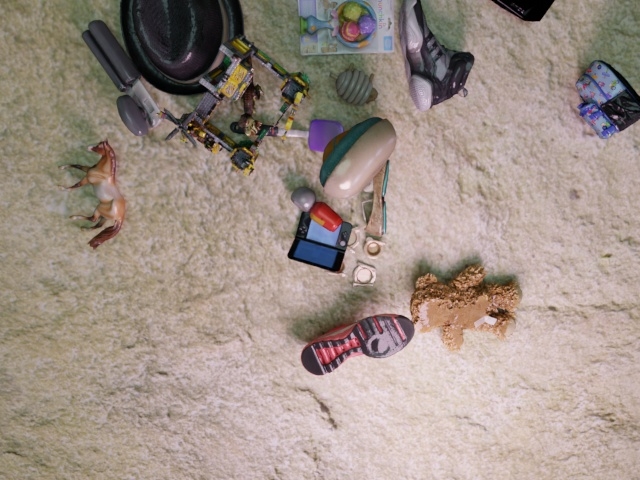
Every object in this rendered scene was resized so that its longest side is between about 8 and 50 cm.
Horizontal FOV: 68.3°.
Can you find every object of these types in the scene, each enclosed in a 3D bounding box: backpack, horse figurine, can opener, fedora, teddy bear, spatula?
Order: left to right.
[{"bbox_3d":[-0.577,-0.115,1.223,0.174,0.066,0.263,-13,100,8],"label":"horse figurine"},{"bbox_3d":[-0.483,-0.394,1.147,0.074,0.093,0.280,-25,99,36],"label":"can opener"},{"bbox_3d":[-0.335,-0.512,1.094,0.333,0.152,0.334,0,103,-1],"label":"fedora"},{"bbox_3d":[-0.086,-0.278,1.212,0.296,0.030,0.084,6,106,-2],"label":"spatula"},{"bbox_3d":[0.399,0.182,1.298,0.337,0.113,0.245,-11,110,-6],"label":"teddy bear"},{"bbox_3d":[0.691,-0.347,1.154,0.117,0.158,0.173,-39,87,25],"label":"backpack"}]

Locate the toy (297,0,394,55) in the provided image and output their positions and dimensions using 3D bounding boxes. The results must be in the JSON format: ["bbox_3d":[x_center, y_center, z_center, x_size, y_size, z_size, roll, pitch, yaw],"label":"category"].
[{"bbox_3d":[0.066,-0.528,1.147,0.237,0.056,0.137,-3,104,0],"label":"toy"}]

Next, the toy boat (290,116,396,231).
[{"bbox_3d":[0.042,-0.161,1.146,0.148,0.267,0.318,38,129,5],"label":"toy boat"}]

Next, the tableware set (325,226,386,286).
[{"bbox_3d":[0.098,0.047,1.294,0.141,0.020,0.169,16,102,-4],"label":"tableware set"}]

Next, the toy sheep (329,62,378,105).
[{"bbox_3d":[0.082,-0.382,1.166,0.132,0.091,0.091,21,101,-11],"label":"toy sheep"}]

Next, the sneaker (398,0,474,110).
[{"bbox_3d":[0.283,-0.463,1.147,0.153,0.101,0.269,-14,108,1],"label":"sneaker"}]

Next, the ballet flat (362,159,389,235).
[{"bbox_3d":[0.143,-0.113,1.237,0.067,0.073,0.206,4,99,12],"label":"ballet flat"}]

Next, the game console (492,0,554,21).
[{"bbox_3d":[0.522,-0.710,1.074,0.213,0.044,0.361,25,115,-14],"label":"game console"}]

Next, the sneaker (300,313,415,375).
[{"bbox_3d":[0.097,0.256,1.277,0.313,0.136,0.116,-20,97,12],"label":"sneaker"}]

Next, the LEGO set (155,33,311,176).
[{"bbox_3d":[-0.188,-0.295,1.079,0.331,0.192,0.255,-38,110,24],"label":"LEGO set"}]

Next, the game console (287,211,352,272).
[{"bbox_3d":[0.000,0.000,1.239,0.143,0.085,0.124,16,102,4],"label":"game console"}]
